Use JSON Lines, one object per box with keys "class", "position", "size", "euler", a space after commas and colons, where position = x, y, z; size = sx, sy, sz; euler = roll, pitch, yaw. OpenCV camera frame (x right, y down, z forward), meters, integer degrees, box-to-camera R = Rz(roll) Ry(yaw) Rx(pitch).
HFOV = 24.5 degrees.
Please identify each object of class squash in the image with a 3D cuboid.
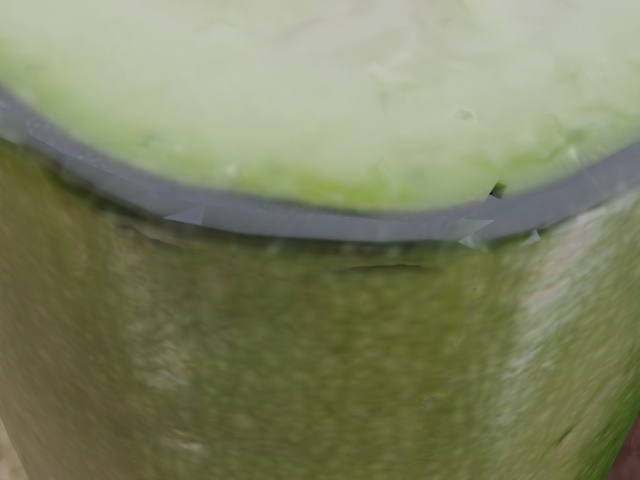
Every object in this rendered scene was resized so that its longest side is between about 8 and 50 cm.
{"class": "squash", "position": [0.000, 0.000, 0.528], "size": [0.263, 0.263, 0.384], "euler": [52, -21, 27]}

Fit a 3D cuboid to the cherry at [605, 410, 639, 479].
{"class": "cherry", "position": [0.244, 0.164, 0.887], "size": [0.239, 0.206, 0.239], "euler": [164, -90, -77]}
